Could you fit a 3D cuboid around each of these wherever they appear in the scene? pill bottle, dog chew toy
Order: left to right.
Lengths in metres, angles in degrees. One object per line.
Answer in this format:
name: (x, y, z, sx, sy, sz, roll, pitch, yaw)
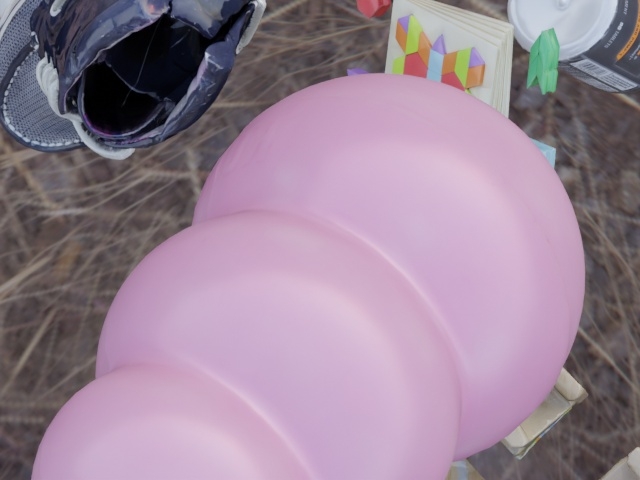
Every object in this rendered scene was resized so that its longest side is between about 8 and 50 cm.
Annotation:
dog chew toy: (-0.011, 0.060, 0.768, 0.207, 0.332, 0.206, 22, 134, 24)
pill bottle: (0.316, -0.237, 1.781, 0.130, 0.246, 0.130, -5, 81, 32)

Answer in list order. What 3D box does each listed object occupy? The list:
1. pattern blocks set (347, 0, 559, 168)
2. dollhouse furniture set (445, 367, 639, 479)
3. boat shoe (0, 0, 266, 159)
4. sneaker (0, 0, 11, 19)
pattern blocks set: (0.128, -0.173, 1.671, 0.026, 0.325, 0.285, -14, 108, -34)
dollhouse furniture set: (0.081, 0.223, 1.498, 0.362, 0.256, 0.394, -43, 77, 4)
boat shoe: (-0.147, -0.112, 1.046, 0.127, 0.158, 0.340, 34, 141, -16)
sneaker: (-0.337, -0.202, 1.817, 0.221, 0.087, 0.128, -26, 69, 47)
